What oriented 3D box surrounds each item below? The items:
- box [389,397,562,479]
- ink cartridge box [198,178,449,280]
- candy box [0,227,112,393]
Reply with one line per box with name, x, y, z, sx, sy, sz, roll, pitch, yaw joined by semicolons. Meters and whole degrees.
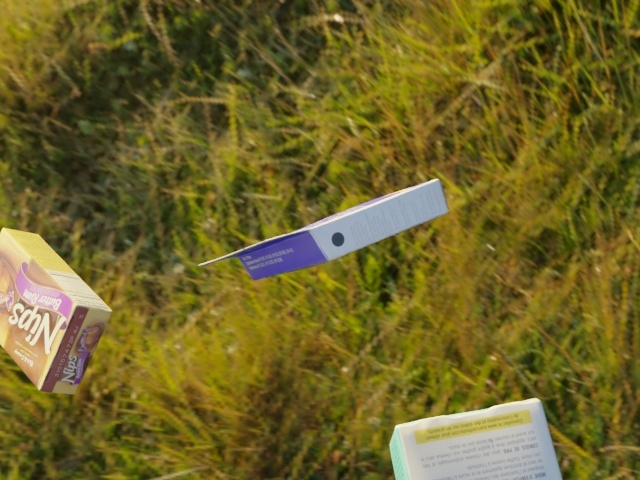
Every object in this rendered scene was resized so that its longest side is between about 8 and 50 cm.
box;0.119;0.231;0.820;0.100;0.060;0.244;-10;69;-5
ink cartridge box;0.000;0.000;1.365;0.208;0.206;0.045;-19;90;-25
candy box;-0.315;0.077;1.442;0.186;0.053;0.109;39;108;43
